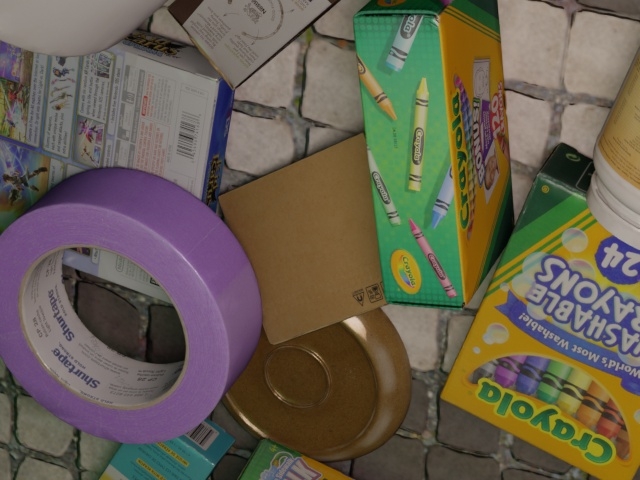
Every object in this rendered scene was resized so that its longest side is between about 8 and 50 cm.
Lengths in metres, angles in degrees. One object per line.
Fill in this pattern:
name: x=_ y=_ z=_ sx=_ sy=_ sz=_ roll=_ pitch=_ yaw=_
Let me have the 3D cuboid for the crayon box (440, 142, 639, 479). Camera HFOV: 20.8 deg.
crayon box: x=0.249 y=0.095 z=1.652 sx=0.203 sy=0.083 sz=0.323 roll=26 pitch=123 yaw=10

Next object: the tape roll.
tape roll: x=-0.201 y=0.068 z=1.761 sx=0.274 sy=0.090 sz=0.275 roll=10 pitch=120 yaw=19

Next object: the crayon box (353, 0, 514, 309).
crayon box: x=0.107 y=-0.099 z=1.566 sx=0.081 sy=0.165 sz=0.278 roll=3 pitch=116 yaw=22

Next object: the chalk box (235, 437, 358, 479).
chalk box: x=-0.042 y=0.346 z=1.827 sx=0.289 sy=0.180 sz=0.179 roll=24 pitch=129 yaw=4

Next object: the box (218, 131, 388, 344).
box: x=0.000 y=0.000 z=1.712 sx=0.201 sy=0.021 sz=0.164 roll=-22 pitch=87 yaw=38

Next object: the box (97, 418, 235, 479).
box: x=-0.199 y=0.283 z=1.957 sx=0.100 sy=0.060 sz=0.244 roll=37 pitch=123 yaw=3

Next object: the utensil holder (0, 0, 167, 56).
utensil holder: x=-0.161 y=-0.379 z=1.446 sx=0.327 sy=0.327 sz=0.385 roll=48 pitch=127 yaw=-5

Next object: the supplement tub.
supplement tub: x=0.320 y=-0.097 z=1.486 sx=0.144 sy=0.144 sz=0.200 roll=26 pitch=123 yaw=10

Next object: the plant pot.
plant pot: x=-0.020 y=0.137 z=1.822 sx=0.236 sy=0.032 sz=0.236 roll=10 pitch=118 yaw=19

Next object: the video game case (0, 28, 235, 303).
video game case: x=-0.220 y=-0.092 z=1.776 sx=0.244 sy=0.061 sz=0.269 roll=19 pitch=121 yaw=12

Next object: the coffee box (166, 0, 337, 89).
coffee box: x=-0.004 y=-0.260 z=1.549 sx=0.246 sy=0.141 sz=0.098 roll=-37 pitch=96 yaw=33
